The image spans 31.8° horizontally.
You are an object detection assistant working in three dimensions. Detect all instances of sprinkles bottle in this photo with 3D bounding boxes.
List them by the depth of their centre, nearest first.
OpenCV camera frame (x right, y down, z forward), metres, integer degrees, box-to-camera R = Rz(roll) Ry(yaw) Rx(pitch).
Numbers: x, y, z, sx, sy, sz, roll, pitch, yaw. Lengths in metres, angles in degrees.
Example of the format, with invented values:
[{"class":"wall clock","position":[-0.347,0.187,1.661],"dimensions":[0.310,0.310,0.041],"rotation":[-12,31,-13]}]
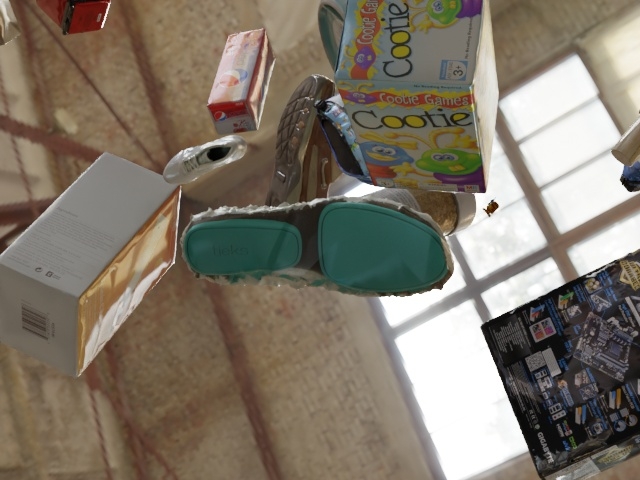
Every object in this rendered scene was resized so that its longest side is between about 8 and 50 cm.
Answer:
[{"class":"sprinkles bottle","position":[0.104,-0.028,1.917],"dimensions":[0.355,0.121,0.121],"rotation":[-19,-102,-34]}]

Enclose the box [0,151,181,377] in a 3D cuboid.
[{"class":"box","position":[-0.413,0.038,2.031],"dimensions":[0.168,0.215,0.345],"rotation":[23,-135,11]}]

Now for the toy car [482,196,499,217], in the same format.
[{"class":"toy car","position":[0.298,-0.105,2.131],"dimensions":[0.122,0.040,0.060],"rotation":[51,-170,1]}]

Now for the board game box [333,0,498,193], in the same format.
[{"class":"board game box","position":[0.116,-0.172,1.249],"dimensions":[0.275,0.142,0.144],"rotation":[60,-144,-67]}]

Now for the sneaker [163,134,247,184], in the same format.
[{"class":"sneaker","position":[-0.200,-0.136,1.868],"dimensions":[0.054,0.152,0.061],"rotation":[66,-165,-3]}]

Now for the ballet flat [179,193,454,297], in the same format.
[{"class":"ballet flat","position":[0.000,0.000,1.614],"dimensions":[0.147,0.409,0.147],"rotation":[4,-90,-72]}]

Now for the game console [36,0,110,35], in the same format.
[{"class":"game console","position":[-0.504,-0.487,2.291],"dimensions":[0.124,0.144,0.085],"rotation":[-13,-100,-21]}]

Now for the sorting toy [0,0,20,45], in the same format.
[{"class":"sorting toy","position":[-0.520,-0.366,1.733],"dimensions":[0.274,0.046,0.132],"rotation":[-103,-5,-72]}]

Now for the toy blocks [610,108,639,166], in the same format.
[{"class":"toy blocks","position":[0.650,-0.156,1.646],"dimensions":[0.288,0.260,0.309],"rotation":[43,172,-3]}]

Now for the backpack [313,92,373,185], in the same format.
[{"class":"backpack","position":[0.091,-0.157,1.687],"dimensions":[0.117,0.158,0.173],"rotation":[47,-162,-51]}]

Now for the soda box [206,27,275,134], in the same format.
[{"class":"soda box","position":[-0.166,-0.341,2.399],"dimensions":[0.263,0.092,0.083],"rotation":[-81,-22,-45]}]

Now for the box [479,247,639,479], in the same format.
[{"class":"box","position":[0.423,0.189,1.703],"dimensions":[0.073,0.293,0.295],"rotation":[50,-163,-46]}]

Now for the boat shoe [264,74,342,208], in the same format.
[{"class":"boat shoe","position":[-0.018,-0.152,2.115],"dimensions":[0.116,0.324,0.123],"rotation":[5,-158,-25]}]

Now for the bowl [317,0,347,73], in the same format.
[{"class":"bowl","position":[0.106,-0.336,1.834],"dimensions":[0.311,0.163,0.311],"rotation":[58,166,24]}]

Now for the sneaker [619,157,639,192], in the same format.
[{"class":"sneaker","position":[0.588,-0.123,2.050],"dimensions":[0.152,0.058,0.085],"rotation":[-103,18,-73]}]
